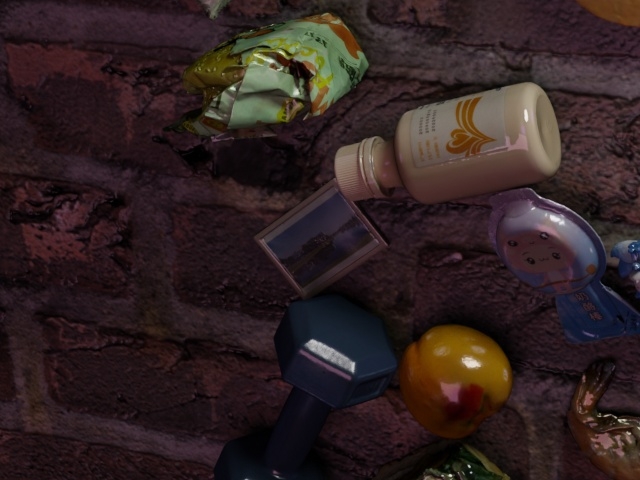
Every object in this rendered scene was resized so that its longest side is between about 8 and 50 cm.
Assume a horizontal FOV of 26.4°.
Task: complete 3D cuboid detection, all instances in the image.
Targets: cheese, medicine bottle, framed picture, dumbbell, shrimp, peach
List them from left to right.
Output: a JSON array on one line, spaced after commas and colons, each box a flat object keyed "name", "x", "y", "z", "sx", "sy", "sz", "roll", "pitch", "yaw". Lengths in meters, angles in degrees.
[{"name": "dumbbell", "x": -0.024, "y": 0.229, "z": 1.750, "sx": 0.144, "sy": 0.160, "sz": 0.325, "roll": 12, "pitch": 123, "yaw": -19}, {"name": "framed picture", "x": 0.000, "y": 0.000, "z": 1.712, "sx": 0.149, "sy": 0.011, "sz": 0.109, "roll": -36, "pitch": 97, "yaw": 31}, {"name": "medicine bottle", "x": 0.139, "y": -0.100, "z": 1.551, "sx": 0.252, "sy": 0.114, "sz": 0.114, "roll": -12, "pitch": 108, "yaw": 26}, {"name": "peach", "x": 0.162, "y": 0.167, "z": 1.661, "sx": 0.138, "sy": 0.138, "sz": 0.138, "roll": 9, "pitch": 116, "yaw": 18}, {"name": "cheese", "x": 0.277, "y": 0.031, "z": 1.565, "sx": 0.135, "sy": 0.052, "sz": 0.245, "roll": -13, "pitch": 126, "yaw": 43}, {"name": "shrimp", "x": 0.401, "y": 0.176, "z": 1.614, "sx": 0.169, "sy": 0.058, "sz": 0.296, "roll": 32, "pitch": 124, "yaw": 8}]

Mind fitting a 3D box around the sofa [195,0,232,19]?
[{"name": "sofa", "x": -0.082, "y": -0.394, "z": 1.466, "sx": 0.225, "sy": 0.176, "sz": 0.210, "roll": -33, "pitch": 98, "yaw": 31}]

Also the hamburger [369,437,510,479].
[{"name": "hamburger", "x": 0.148, "y": 0.389, "z": 1.762, "sx": 0.211, "sy": 0.132, "sz": 0.309, "roll": 46, "pitch": 121, "yaw": -4}]

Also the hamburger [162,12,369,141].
[{"name": "hamburger", "x": -0.079, "y": -0.177, "z": 1.550, "sx": 0.235, "sy": 0.214, "sz": 0.125, "roll": -8, "pitch": 99, "yaw": 30}]

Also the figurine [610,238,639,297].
[{"name": "figurine", "x": 0.387, "y": 0.041, "z": 1.539, "sx": 0.114, "sy": 0.079, "sz": 0.114, "roll": 28, "pitch": 140, "yaw": 27}]

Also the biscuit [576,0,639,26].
[{"name": "biscuit", "x": 0.340, "y": -0.388, "z": 1.376, "sx": 0.275, "sy": 0.052, "sz": 0.355, "roll": 17, "pitch": 118, "yaw": 14}]
